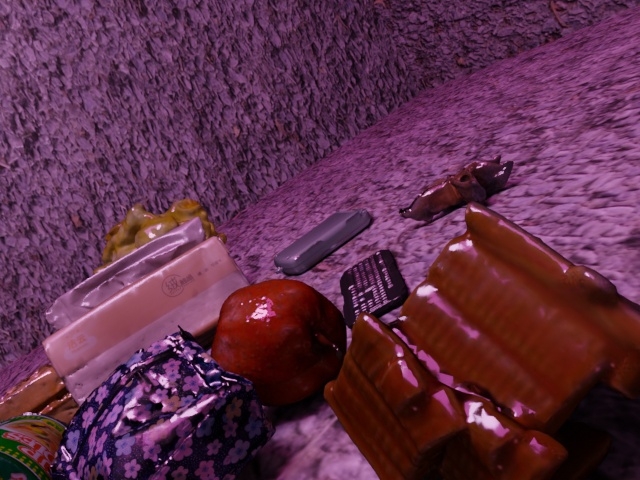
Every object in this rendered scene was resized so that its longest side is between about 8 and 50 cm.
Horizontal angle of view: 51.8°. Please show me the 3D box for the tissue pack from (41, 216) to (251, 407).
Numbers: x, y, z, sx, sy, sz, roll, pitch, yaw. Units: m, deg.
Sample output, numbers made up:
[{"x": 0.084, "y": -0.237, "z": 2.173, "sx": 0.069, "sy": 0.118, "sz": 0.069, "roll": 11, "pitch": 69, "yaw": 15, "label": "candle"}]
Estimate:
[{"x": -0.265, "y": 0.120, "z": 1.058, "sx": 0.306, "sy": 0.238, "sz": 0.238, "roll": -33, "pitch": 12, "yaw": -11, "label": "tissue pack"}]

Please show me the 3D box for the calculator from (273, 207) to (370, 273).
[{"x": 0.000, "y": 0.000, "z": 1.429, "sx": 0.246, "sy": 0.045, "sz": 0.141, "roll": -35, "pitch": 13, "yaw": -19, "label": "calculator"}]

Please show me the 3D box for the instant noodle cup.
[{"x": -0.399, "y": 0.317, "z": 0.817, "sx": 0.207, "sy": 0.207, "sz": 0.233, "roll": -32, "pitch": 6, "yaw": -5, "label": "instant noodle cup"}]

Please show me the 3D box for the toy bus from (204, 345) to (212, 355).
[{"x": -0.143, "y": 0.204, "z": 0.892, "sx": 0.064, "sy": 0.075, "sz": 0.190, "roll": -28, "pitch": 12, "yaw": 11, "label": "toy bus"}]

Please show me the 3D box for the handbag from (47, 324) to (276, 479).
[{"x": -0.182, "y": 0.218, "z": 0.720, "sx": 0.228, "sy": 0.127, "sz": 0.208, "roll": -48, "pitch": 35, "yaw": -14, "label": "handbag"}]

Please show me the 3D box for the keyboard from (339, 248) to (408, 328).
[{"x": 0.079, "y": 0.068, "z": 1.036, "sx": 0.106, "sy": 0.016, "sz": 0.262, "roll": -30, "pitch": 12, "yaw": 6, "label": "keyboard"}]

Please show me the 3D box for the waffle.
[{"x": -0.565, "y": 0.343, "z": 1.193, "sx": 0.261, "sy": 0.114, "sz": 0.376, "roll": -40, "pitch": 8, "yaw": -24, "label": "waffle"}]

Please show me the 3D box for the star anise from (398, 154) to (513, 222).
[{"x": 0.257, "y": -0.096, "z": 1.173, "sx": 0.172, "sy": 0.063, "sz": 0.208, "roll": -36, "pitch": 9, "yaw": -40, "label": "star anise"}]

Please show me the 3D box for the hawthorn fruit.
[{"x": -0.038, "y": 0.123, "z": 0.794, "sx": 0.194, "sy": 0.157, "sz": 0.157, "roll": -6, "pitch": 27, "yaw": 47, "label": "hawthorn fruit"}]

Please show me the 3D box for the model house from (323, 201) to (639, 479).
[{"x": 0.122, "y": 0.104, "z": 0.492, "sx": 0.229, "sy": 0.199, "sz": 0.220, "roll": -53, "pitch": -34, "yaw": 12, "label": "model house"}]

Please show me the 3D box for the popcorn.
[{"x": -0.349, "y": 0.057, "z": 1.459, "sx": 0.312, "sy": 0.312, "sz": 0.312, "roll": -30, "pitch": 12, "yaw": 7, "label": "popcorn"}]
